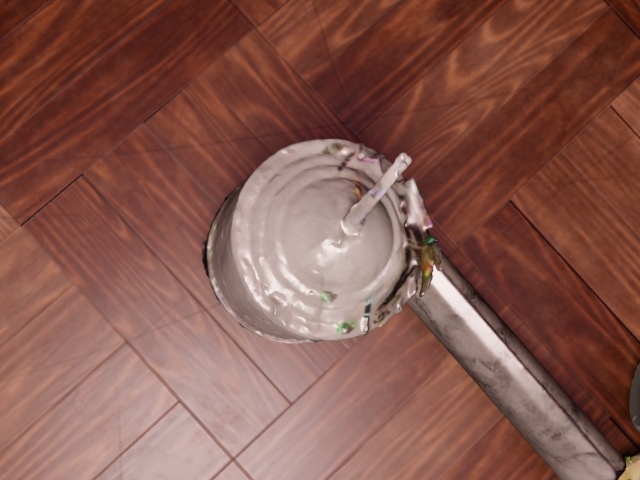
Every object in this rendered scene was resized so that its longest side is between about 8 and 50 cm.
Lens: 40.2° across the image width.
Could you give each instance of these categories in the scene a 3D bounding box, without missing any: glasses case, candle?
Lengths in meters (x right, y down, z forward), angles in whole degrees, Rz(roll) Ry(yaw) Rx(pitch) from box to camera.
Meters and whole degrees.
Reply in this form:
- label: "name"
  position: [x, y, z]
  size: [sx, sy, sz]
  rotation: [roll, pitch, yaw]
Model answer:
- label: "glasses case"
  position: [0.186, 0.128, 0.904]
  size: [0.060, 0.114, 0.299]
  rotation: [-41, 90, -8]
- label: "candle"
  position: [0.000, 0.000, 0.797]
  size: [0.187, 0.330, 0.187]
  rotation: [2, 83, -14]

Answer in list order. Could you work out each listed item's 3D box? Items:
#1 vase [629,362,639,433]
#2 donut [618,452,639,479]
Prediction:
- label: "vase"
  position: [0.481, 0.203, 0.903]
  size: [0.300, 0.156, 0.251]
  rotation: [17, 58, -2]
- label: "donut"
  position: [0.360, 0.307, 0.927]
  size: [0.174, 0.068, 0.175]
  rotation: [1, 83, -4]
